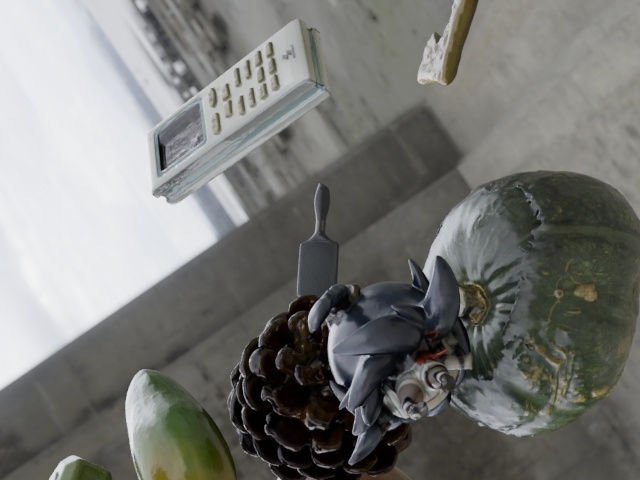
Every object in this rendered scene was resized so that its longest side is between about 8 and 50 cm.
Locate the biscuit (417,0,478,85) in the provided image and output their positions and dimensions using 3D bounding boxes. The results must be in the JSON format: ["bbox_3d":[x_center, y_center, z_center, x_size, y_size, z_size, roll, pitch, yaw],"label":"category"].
[{"bbox_3d":[0.212,-0.339,2.283,0.039,0.174,0.183,14,180,-10],"label":"biscuit"}]

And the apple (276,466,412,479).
[{"bbox_3d":[0.052,0.514,2.306,0.348,0.277,0.348,41,166,12],"label":"apple"}]

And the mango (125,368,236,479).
[{"bbox_3d":[-0.186,0.259,1.705,0.251,0.114,0.156,41,154,53],"label":"mango"}]

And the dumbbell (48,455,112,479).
[{"bbox_3d":[-0.245,0.404,1.908,0.302,0.108,0.121,28,-133,-16],"label":"dumbbell"}]

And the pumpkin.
[{"bbox_3d":[0.263,0.077,1.691,0.291,0.257,0.328,-14,71,53],"label":"pumpkin"}]

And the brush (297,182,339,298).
[{"bbox_3d":[0.000,0.000,2.105,0.016,0.063,0.193,62,-151,-66],"label":"brush"}]

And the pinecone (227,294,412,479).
[{"bbox_3d":[0.016,0.224,1.977,0.296,0.298,0.242,91,167,-56],"label":"pinecone"}]

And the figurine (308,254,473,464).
[{"bbox_3d":[0.084,0.123,1.485,0.265,0.175,0.197,85,167,-70],"label":"figurine"}]

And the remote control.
[{"bbox_3d":[-0.110,-0.158,1.703,0.055,0.277,0.103,29,-141,-42],"label":"remote control"}]
